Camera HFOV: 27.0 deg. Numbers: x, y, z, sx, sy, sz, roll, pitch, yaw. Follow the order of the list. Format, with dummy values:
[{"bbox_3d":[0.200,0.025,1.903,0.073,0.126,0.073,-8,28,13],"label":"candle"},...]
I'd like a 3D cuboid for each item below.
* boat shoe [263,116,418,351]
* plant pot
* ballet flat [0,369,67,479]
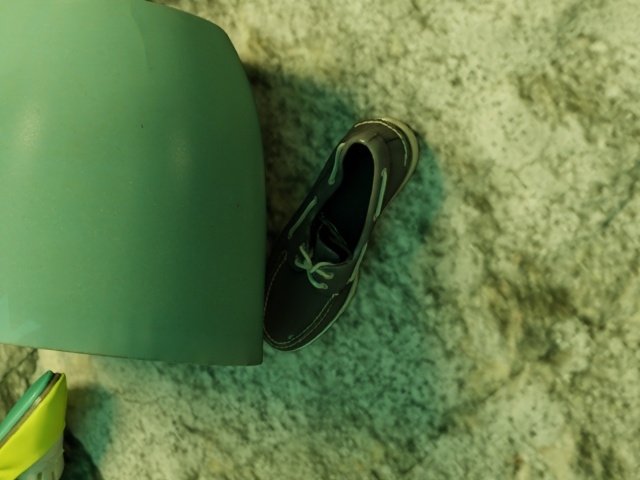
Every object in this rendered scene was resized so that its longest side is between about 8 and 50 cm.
[{"bbox_3d":[0.000,0.000,0.992,0.075,0.065,0.206,35,112,13],"label":"boat shoe"},{"bbox_3d":[-0.171,-0.047,0.948,0.293,0.293,0.235,6,88,22],"label":"plant pot"},{"bbox_3d":[-0.269,0.196,1.153,0.077,0.077,0.231,42,118,-12],"label":"ballet flat"}]
